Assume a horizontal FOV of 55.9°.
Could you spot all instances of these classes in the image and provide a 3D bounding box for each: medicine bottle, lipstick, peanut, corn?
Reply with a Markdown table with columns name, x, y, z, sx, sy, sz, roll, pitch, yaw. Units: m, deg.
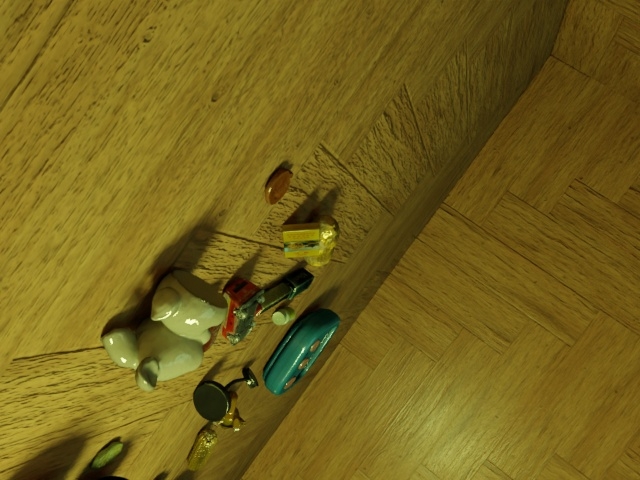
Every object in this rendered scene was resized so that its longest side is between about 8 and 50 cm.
| name | x | y | z | sx | sy | sz | roll | pitch | yaw |
| --- | --- | --- | --- | --- | --- | --- | --- | --- | --- |
| medicine bottle | -0.111 | 0.229 | 1.828 | 0.047 | 0.047 | 0.083 | -57 | 166 | 13 |
| lipstick | -0.119 | 0.144 | 1.606 | 0.312 | 0.051 | 0.051 | -26 | 152 | -57 |
| peanut | 0.000 | 0.000 | 1.568 | 0.087 | 0.087 | 0.206 | -46 | 167 | -27 |
| corn | -0.392 | 0.694 | 1.999 | 0.068 | 0.068 | 0.207 | -34 | 155 | -52 |

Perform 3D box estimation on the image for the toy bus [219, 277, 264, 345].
| name | x | y | z | sx | sy | sz | roll | pitch | yaw |
| --- | --- | --- | --- | --- | --- | --- | --- | --- | --- |
| toy bus | -0.187 | 0.162 | 1.368 | 0.079 | 0.077 | 0.174 | -41 | 162 | -41 |

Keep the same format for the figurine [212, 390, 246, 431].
| name | x | y | z | sx | sy | sz | roll | pitch | yaw |
| --- | --- | --- | --- | --- | --- | --- | --- | --- | --- |
| figurine | -0.295 | 0.549 | 1.953 | 0.176 | 0.122 | 0.122 | 126 | -22 | -70 |

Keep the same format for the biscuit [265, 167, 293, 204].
| name | x | y | z | sx | sy | sz | roll | pitch | yaw |
| --- | --- | --- | --- | --- | --- | --- | --- | --- | --- |
| biscuit | -0.082 | -0.110 | 1.187 | 0.078 | 0.015 | 0.091 | -49 | 166 | -23 |

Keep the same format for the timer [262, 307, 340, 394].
| name | x | y | z | sx | sy | sz | roll | pitch | yaw |
| --- | --- | --- | --- | --- | --- | --- | --- | --- | --- |
| timer | -0.071 | 0.405 | 2.236 | 0.340 | 0.115 | 0.309 | -57 | 164 | 16 |

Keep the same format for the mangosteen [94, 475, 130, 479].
| name | x | y | z | sx | sy | sz | roll | pitch | yaw |
| --- | --- | --- | --- | --- | --- | --- | --- | --- | --- |
| mangosteen | -0.480 | 0.625 | 1.332 | 0.210 | 0.210 | 0.210 | -49 | 165 | -18 |

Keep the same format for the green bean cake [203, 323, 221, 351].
| name | x | y | z | sx | sy | sz | roll | pitch | yaw |
| --- | --- | --- | --- | --- | --- | --- | --- | --- | --- |
| green bean cake | -0.264 | 0.193 | 1.242 | 0.136 | 0.056 | 0.135 | -34 | 157 | -53 |

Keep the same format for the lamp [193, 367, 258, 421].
| name | x | y | z | sx | sy | sz | roll | pitch | yaw |
| --- | --- | --- | --- | --- | --- | --- | --- | --- | --- |
| lamp | -0.279 | 0.434 | 1.768 | 0.109 | 0.130 | 0.371 | -31 | 179 | 2 |

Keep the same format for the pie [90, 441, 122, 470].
| name | x | y | z | sx | sy | sz | roll | pitch | yaw |
| --- | --- | --- | --- | --- | --- | --- | --- | --- | --- |
| pie | -0.472 | 0.475 | 1.331 | 0.085 | 0.017 | 0.085 | -47 | 164 | -17 |

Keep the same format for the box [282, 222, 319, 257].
| name | x | y | z | sx | sy | sz | roll | pitch | yaw |
| --- | --- | --- | --- | --- | --- | --- | --- | --- | --- |
| box | -0.046 | 0.001 | 1.444 | 0.087 | 0.023 | 0.155 | -7 | 156 | -4 |

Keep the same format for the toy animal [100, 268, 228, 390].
| name | x | y | z | sx | sy | sz | roll | pitch | yaw |
| --- | --- | --- | --- | --- | --- | --- | --- | --- | --- |
| toy animal | -0.256 | 0.151 | 1.025 | 0.193 | 0.127 | 0.178 | -52 | 164 | -2 |
